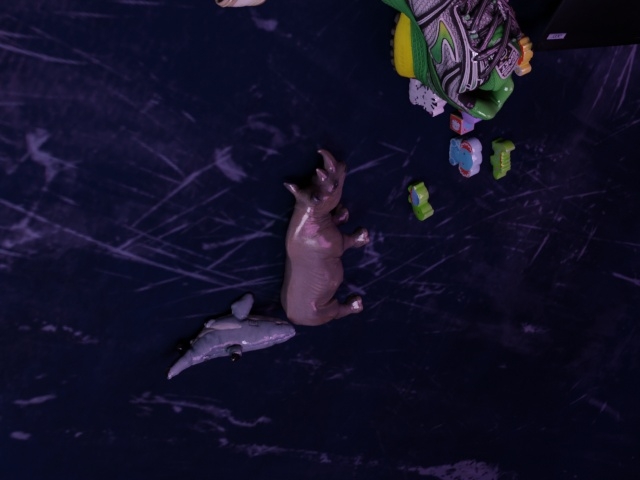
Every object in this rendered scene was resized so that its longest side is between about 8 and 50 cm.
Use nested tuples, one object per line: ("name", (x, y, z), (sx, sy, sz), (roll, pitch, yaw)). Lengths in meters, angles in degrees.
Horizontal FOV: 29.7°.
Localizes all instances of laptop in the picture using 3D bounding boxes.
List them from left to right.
("laptop", (0.363, -0.386, 1.507), (0.234, 0.136, 0.264), (-11, 90, -40))

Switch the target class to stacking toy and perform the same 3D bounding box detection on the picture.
("stacking toy", (0.189, -0.140, 1.527), (0.167, 0.052, 0.221), (-26, 134, -28))

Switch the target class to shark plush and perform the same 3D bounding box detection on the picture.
("shark plush", (-0.110, 0.116, 1.411), (0.161, 0.067, 0.073), (-11, 126, -39))

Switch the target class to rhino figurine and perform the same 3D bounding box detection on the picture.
("rhino figurine", (0.000, 0.000, 1.431), (0.106, 0.073, 0.243), (-25, 131, -34))

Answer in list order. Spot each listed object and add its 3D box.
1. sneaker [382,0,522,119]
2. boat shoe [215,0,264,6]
("sneaker", (0.154, -0.246, 1.256), (0.134, 0.146, 0.343), (-48, 159, -8))
("boat shoe", (-0.068, -0.298, 1.162), (0.048, 0.056, 0.153), (-17, 136, -40))
